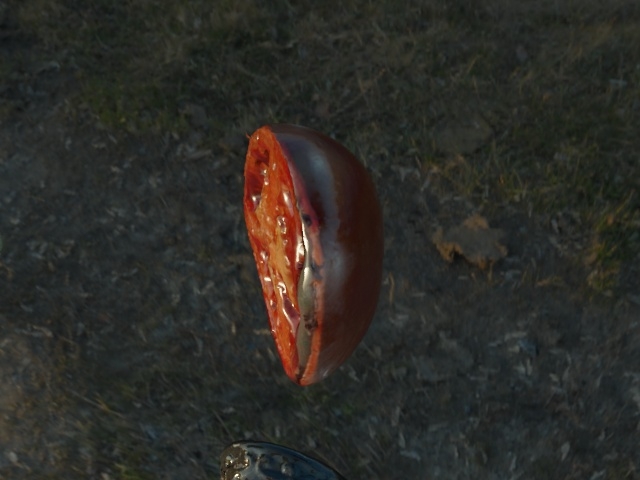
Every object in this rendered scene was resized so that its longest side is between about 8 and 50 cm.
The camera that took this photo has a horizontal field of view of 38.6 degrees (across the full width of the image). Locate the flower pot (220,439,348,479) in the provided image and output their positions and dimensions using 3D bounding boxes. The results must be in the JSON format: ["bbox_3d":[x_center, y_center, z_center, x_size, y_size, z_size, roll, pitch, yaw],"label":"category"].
[{"bbox_3d":[-0.080,0.405,1.114,0.266,0.267,0.267,12,58,15],"label":"flower pot"}]

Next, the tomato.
[{"bbox_3d":[0.003,0.003,0.629,0.082,0.174,0.166,-9,65,-15],"label":"tomato"}]

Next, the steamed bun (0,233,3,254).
[{"bbox_3d":[-0.517,0.022,0.975,0.272,0.290,0.274,-9,42,8],"label":"steamed bun"}]
